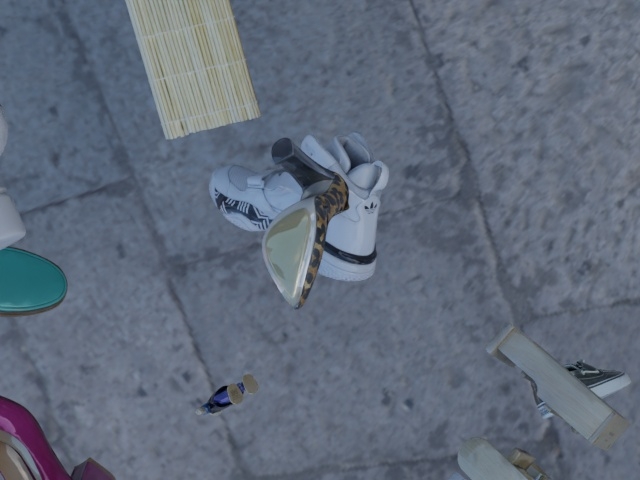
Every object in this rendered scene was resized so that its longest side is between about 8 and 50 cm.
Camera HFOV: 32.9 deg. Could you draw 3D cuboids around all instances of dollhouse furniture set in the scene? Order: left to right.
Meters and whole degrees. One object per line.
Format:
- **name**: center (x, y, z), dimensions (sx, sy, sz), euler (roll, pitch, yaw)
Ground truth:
- **dollhouse furniture set**: center (0.211, 0.245, 1.259), dimensions (0.161, 0.212, 0.242), euler (42, 95, 29)

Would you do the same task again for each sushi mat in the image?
- **sushi mat**: center (-0.201, -0.318, 1.607), dimensions (0.151, 0.019, 0.317), euler (-16, 97, -7)

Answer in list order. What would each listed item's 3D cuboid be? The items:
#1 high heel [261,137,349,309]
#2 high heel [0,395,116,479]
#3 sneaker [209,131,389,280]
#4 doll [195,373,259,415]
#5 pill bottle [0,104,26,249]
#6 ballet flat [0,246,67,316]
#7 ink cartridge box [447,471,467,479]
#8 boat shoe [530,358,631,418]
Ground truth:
- **high heel**: center (0.000, 0.000, 1.541), dimensions (0.093, 0.186, 0.261), euler (-17, 59, 26)
- **high heel**: center (-0.531, 0.396, 1.855), dimensions (0.377, 0.181, 0.127), euler (33, 133, -13)
- **sneaker**: center (-0.031, -0.097, 1.787), dimensions (0.365, 0.137, 0.210), euler (32, 116, 36)
- **doll**: center (-0.189, 0.312, 2.133), dimensions (0.046, 0.129, 0.189), euler (58, 151, 4)
- **pill bottle**: center (-0.366, -0.130, 0.857), dimensions (0.187, 0.188, 0.334), euler (-22, 93, 33)
- **ballet flat**: center (-0.561, 0.069, 1.634), dimensions (0.124, 0.342, 0.116), euler (-24, 71, 49)
- **ink cartridge box**: center (0.155, 0.487, 1.738), dimensions (0.066, 0.189, 0.232), euler (40, 151, 24)
- **boat shoe**: center (0.414, 0.223, 1.712), dimensions (0.077, 0.219, 0.070), euler (-37, 68, 41)
